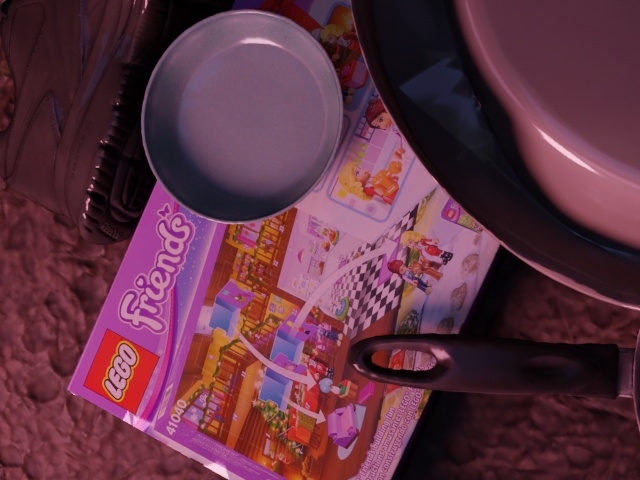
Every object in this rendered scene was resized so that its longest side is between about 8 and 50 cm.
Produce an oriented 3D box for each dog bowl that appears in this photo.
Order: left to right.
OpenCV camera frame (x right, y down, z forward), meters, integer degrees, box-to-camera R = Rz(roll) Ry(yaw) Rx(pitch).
[{"bbox_3d":[0.188,-0.120,0.495,0.349,0.102,0.348,-1,76,6],"label":"dog bowl"}]

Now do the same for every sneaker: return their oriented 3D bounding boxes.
[{"bbox_3d":[-0.130,-0.148,0.636,0.130,0.109,0.286,22,92,23],"label":"sneaker"}]

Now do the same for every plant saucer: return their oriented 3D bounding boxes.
[{"bbox_3d":[-0.042,-0.068,0.583,0.119,0.021,0.119,-1,87,18],"label":"plant saucer"}]

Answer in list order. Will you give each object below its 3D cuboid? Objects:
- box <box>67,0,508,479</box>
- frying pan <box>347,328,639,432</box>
[{"bbox_3d":[0.000,0.000,0.610,0.201,0.057,0.293,26,95,15],"label":"box"},{"bbox_3d":[0.198,0.094,0.536,0.326,0.053,0.197,-20,83,10],"label":"frying pan"}]
